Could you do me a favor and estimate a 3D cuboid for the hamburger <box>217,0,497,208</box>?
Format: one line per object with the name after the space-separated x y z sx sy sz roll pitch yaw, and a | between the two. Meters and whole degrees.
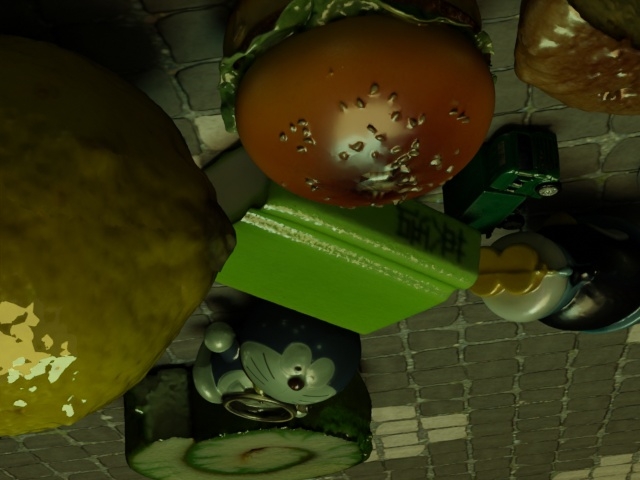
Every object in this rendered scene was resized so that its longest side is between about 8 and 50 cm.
0.031 -0.120 1.059 0.246 0.170 0.246 -7 156 -3 | hamburger

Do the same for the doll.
0.295 0.037 1.454 0.177 0.141 0.314 -6 173 41 | doll

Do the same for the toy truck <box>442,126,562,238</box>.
0.195 -0.061 1.338 0.079 0.065 0.147 8 153 -18 | toy truck

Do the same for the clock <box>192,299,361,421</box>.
-0.057 0.149 1.641 0.200 0.146 0.243 29 146 -26 | clock

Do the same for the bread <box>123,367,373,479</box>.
-0.115 0.273 1.907 0.382 0.129 0.366 12 152 -31 | bread

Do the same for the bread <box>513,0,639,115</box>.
0.234 -0.173 1.042 0.260 0.129 0.134 18 147 -37 | bread

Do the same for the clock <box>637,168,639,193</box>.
0.455 -0.058 1.393 0.197 0.068 0.197 -4 154 -2 | clock

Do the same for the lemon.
-0.260 -0.003 1.045 0.387 0.349 0.350 -2 155 3 | lemon

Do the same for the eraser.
0.000 0.000 1.338 0.274 0.092 0.210 24 148 -29 | eraser
